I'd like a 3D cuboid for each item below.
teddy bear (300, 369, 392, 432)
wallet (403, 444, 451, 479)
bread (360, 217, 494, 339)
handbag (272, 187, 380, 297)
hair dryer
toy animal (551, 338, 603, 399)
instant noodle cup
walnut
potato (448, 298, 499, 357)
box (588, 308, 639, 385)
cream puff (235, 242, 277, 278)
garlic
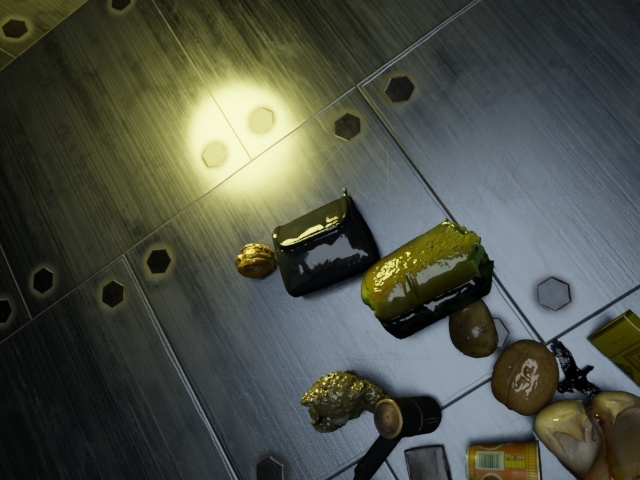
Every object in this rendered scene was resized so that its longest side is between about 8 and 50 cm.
[{"bbox_3d":[0.063,0.444,1.538,0.267,0.256,0.156,-20,71,11],"label":"teddy bear"},{"bbox_3d":[0.314,0.702,1.539,0.121,0.031,0.232,-13,75,17],"label":"wallet"},{"bbox_3d":[0.291,0.101,1.537,0.376,0.208,0.251,-32,30,10],"label":"bread"},{"bbox_3d":[-0.001,0.000,1.670,0.301,0.178,0.275,-23,75,11],"label":"handbag"},{"bbox_3d":[0.188,0.583,1.557,0.352,0.189,0.107,-60,44,23],"label":"hair dryer"},{"bbox_3d":[0.694,0.373,1.485,0.108,0.062,0.220,-35,72,-13],"label":"toy animal"},{"bbox_3d":[0.486,0.609,1.450,0.185,0.168,0.168,-5,79,23],"label":"instant noodle cup"},{"bbox_3d":[0.548,0.364,1.469,0.165,0.165,0.197,21,78,18],"label":"walnut"},{"bbox_3d":[0.426,0.246,1.540,0.137,0.137,0.176,-26,73,9],"label":"potato"},{"bbox_3d":[0.849,0.315,1.402,0.041,0.153,0.279,-34,70,-28],"label":"box"},{"bbox_3d":[-0.208,0.060,1.754,0.133,0.119,0.104,-21,54,-16],"label":"cream puff"},{"bbox_3d":[0.686,0.493,1.360,0.286,0.249,0.313,-19,112,33],"label":"garlic"}]
